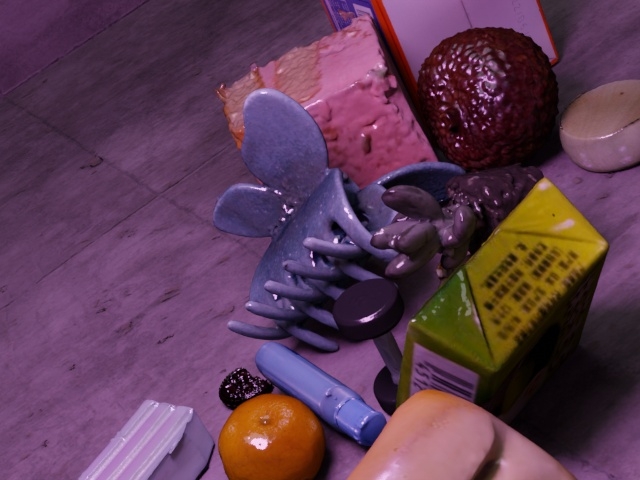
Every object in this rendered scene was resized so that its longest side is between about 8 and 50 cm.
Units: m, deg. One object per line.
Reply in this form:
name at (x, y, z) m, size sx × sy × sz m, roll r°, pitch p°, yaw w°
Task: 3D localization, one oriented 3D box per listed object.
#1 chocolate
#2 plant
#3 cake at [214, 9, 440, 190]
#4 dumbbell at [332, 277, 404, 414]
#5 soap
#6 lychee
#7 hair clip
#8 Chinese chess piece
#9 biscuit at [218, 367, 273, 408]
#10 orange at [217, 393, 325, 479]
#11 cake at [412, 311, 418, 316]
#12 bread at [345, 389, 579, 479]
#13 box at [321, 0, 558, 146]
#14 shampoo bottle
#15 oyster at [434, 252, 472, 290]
chocolate at (0.239, 0.117, 1.720) m, size 0.137 × 0.301 × 0.289 m, roll 36°, pitch 63°, yaw 20°
plant at (0.203, -0.021, 1.865) m, size 0.274 × 0.147 × 0.149 m, roll -11°, pitch 3°, yaw -28°
cake at (0.027, -0.170, 2.254) m, size 0.306 × 0.314 × 0.293 m, roll -27°, pitch 30°, yaw 5°
dumbbell at (0.096, 0.153, 1.860) m, size 0.100 × 0.191 × 0.100 m, roll -20°, pitch 32°, yaw 13°
soap at (-0.263, 0.350, 1.935) m, size 0.145 × 0.091 × 0.230 m, roll 3°, pitch 43°, yaw 43°
lychee at (0.292, -0.242, 2.236) m, size 0.260 × 0.261 × 0.261 m, roll -19°, pitch 33°, yaw 13°
hair clip at (0.000, 0.000, 2.027) m, size 0.318 × 0.392 × 0.238 m, roll -47°, pitch 32°, yaw 41°
Chinese chess piece at (0.492, -0.191, 2.180) m, size 0.188 × 0.083 × 0.188 m, roll -21°, pitch 30°, yaw 13°
biscuit at (-0.119, 0.231, 2.058) m, size 0.089 × 0.027 × 0.087 m, roll -22°, pitch 33°, yaw 8°
orange at (-0.069, 0.294, 1.847) m, size 0.154 × 0.134 × 0.155 m, roll -1°, pitch 46°, yaw 1°
cake at (0.177, 0.139, 1.883) m, size 0.052 × 0.121 × 0.065 m, roll -35°, pitch 57°, yaw -5°
bread at (0.131, 0.373, 1.386) m, size 0.376 × 0.348 × 0.253 m, roll -52°, pitch 11°, yaw -27°
box at (0.211, -0.421, 2.459) m, size 0.318 × 0.349 × 0.257 m, roll -38°, pitch 33°, yaw -16°
shampoo bottle at (0.005, 0.226, 1.906) m, size 0.061 × 0.104 × 0.258 m, roll -53°, pitch 37°, yaw -7°
oyster at (0.289, 0.046, 1.986) m, size 0.294 × 0.094 × 0.166 m, roll -16°, pitch 25°, yaw -16°
